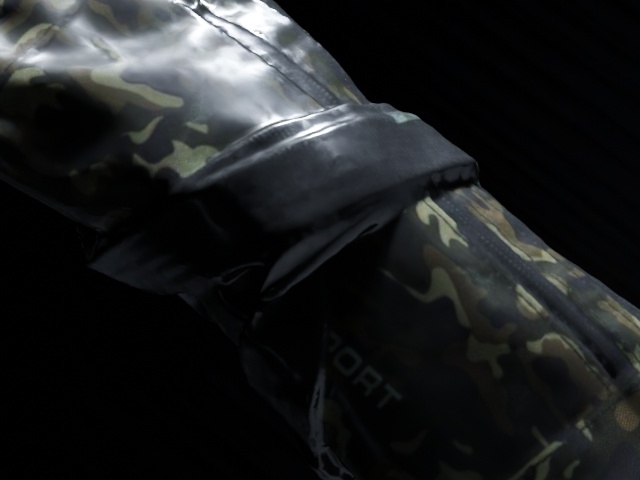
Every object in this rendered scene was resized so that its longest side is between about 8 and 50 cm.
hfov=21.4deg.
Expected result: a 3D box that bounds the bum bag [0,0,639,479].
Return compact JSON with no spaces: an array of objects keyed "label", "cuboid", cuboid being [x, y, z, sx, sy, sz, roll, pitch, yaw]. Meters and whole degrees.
[{"label":"bum bag","cuboid":[0.000,0.000,0.477,0.102,0.248,0.069,-40,-17,-45]}]
